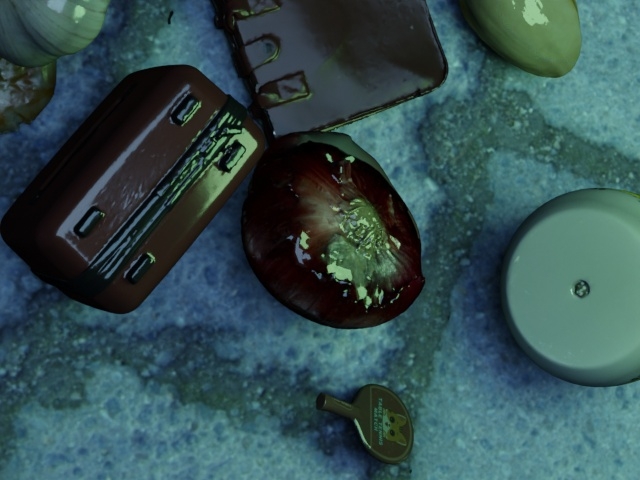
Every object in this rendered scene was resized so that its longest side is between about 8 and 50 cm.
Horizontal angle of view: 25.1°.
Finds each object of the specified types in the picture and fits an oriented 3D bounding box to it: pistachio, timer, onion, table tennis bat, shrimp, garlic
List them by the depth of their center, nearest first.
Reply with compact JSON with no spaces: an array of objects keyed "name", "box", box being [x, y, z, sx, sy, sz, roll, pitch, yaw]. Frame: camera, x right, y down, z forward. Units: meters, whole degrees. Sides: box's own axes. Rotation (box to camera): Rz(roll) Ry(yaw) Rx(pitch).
[{"name":"garlic","box":[-0.328,-0.315,1.700,0.245,0.253,0.245,-1,88,15]},{"name":"shrimp","box":[-0.465,-0.220,1.744,0.294,0.062,0.154,16,87,-18]},{"name":"onion","box":[0.000,0.000,1.820,0.272,0.195,0.272,28,42,-29]},{"name":"table tennis bat","box":[0.026,0.248,1.889,0.170,0.119,0.108,26,50,-37]},{"name":"timer","box":[0.393,0.060,1.920,0.285,0.285,0.285,2,85,-18]},{"name":"pistachio","box":[0.273,-0.318,1.948,0.215,0.144,0.144,43,74,-22]}]

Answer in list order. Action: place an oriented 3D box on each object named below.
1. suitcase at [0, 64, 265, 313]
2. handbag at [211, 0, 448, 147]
[{"name":"suitcase","box":[-0.226,-0.064,1.718,0.161,0.236,0.297,44,74,-21]},{"name":"handbag","box":[0.010,-0.275,1.894,0.275,0.084,0.260,-20,94,-18]}]
